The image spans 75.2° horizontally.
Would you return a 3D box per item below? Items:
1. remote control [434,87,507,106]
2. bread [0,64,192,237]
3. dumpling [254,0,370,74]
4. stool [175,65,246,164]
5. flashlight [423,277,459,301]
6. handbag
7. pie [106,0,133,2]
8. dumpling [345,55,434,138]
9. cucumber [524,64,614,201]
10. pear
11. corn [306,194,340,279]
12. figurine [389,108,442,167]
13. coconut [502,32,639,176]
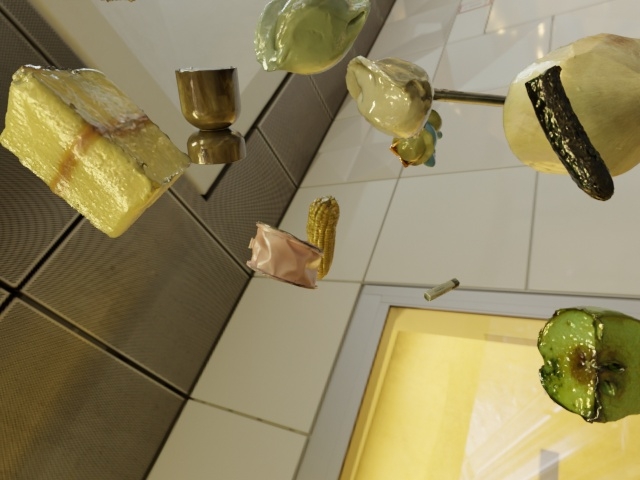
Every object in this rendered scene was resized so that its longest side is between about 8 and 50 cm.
[{"bbox_3d":[0.437,-0.492,1.415,0.107,0.376,0.044,-86,2,-74],"label":"remote control"},{"bbox_3d":[-0.362,-0.194,0.740,0.263,0.198,0.236,46,-137,-19],"label":"bread"},{"bbox_3d":[-0.021,-0.646,1.234,0.320,0.211,0.270,-12,-85,-28],"label":"dumpling"},{"bbox_3d":[-0.326,-0.379,1.252,0.179,0.179,0.265,-35,-50,-51],"label":"stool"},{"bbox_3d":[0.249,0.101,0.853,0.083,0.018,0.018,-20,-45,-24],"label":"flashlight"},{"bbox_3d":[-0.086,0.041,1.071,0.204,0.179,0.117,22,-92,-18],"label":"handbag"},{"bbox_3d":[-0.433,-0.687,0.936,0.308,0.308,0.086,52,-164,-43],"label":"pie"},{"bbox_3d":[0.151,-0.328,0.987,0.175,0.226,0.243,-48,-24,-30],"label":"dumpling"},{"bbox_3d":[0.530,-0.217,0.886,0.072,0.081,0.304,-29,-85,-26],"label":"cucumber"},{"bbox_3d":[0.648,0.256,0.939,0.255,0.164,0.239,-3,-91,-16],"label":"pear"},{"bbox_3d":[0.000,0.000,1.268,0.101,0.101,0.292,-45,-29,-47],"label":"corn"},{"bbox_3d":[0.339,-0.342,1.400,0.262,0.153,0.180,-31,-63,-42],"label":"figurine"},{"bbox_3d":[0.705,-0.350,1.083,0.345,0.415,0.415,58,-137,-16],"label":"coconut"}]
